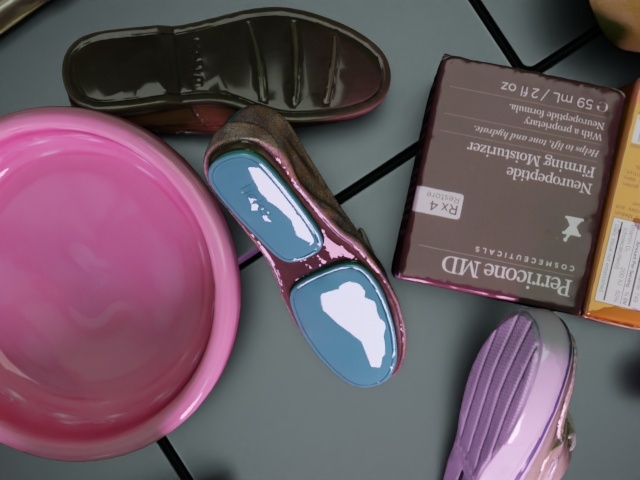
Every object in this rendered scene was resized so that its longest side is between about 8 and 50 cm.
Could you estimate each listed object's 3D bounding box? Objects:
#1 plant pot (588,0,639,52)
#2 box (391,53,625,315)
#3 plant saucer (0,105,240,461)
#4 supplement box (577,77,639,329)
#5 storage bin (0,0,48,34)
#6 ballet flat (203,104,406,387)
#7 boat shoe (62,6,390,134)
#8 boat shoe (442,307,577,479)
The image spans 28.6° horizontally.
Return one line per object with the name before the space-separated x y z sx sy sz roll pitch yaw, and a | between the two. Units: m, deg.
plant pot | 0.427 -0.268 1.058 0.353 0.366 0.367 13 88 37
box | 0.168 -0.047 1.166 0.168 0.167 0.203 11 89 1
plant saucer | -0.230 0.038 1.183 0.332 0.084 0.332 2 99 11
supplement box | 0.303 -0.032 1.209 0.080 0.078 0.234 16 89 -2
storage bin | -0.387 -0.316 1.206 0.262 0.123 0.260 -35 88 -1
ballet flat | 0.000 0.000 1.183 0.107 0.106 0.316 -16 124 20
boat shoe | -0.089 -0.157 1.209 0.307 0.104 0.111 3 79 -2
boat shoe | 0.182 0.181 1.149 0.094 0.109 0.302 2 129 -15
